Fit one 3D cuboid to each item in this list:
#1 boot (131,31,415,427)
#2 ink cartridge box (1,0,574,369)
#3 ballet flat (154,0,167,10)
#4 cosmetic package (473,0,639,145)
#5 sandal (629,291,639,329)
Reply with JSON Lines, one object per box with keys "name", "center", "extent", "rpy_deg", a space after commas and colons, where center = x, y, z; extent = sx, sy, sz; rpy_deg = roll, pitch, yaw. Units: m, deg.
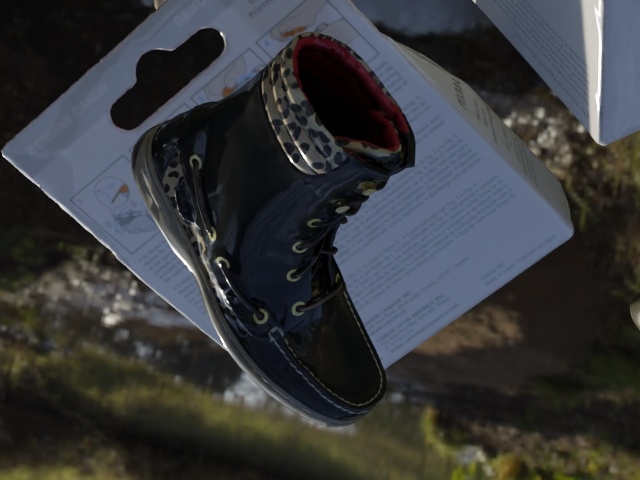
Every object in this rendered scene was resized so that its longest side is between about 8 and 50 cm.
{"name": "boot", "center": [-0.002, 0.000, 0.808], "extent": [0.178, 0.085, 0.236], "rpy_deg": [-29, 97, 48]}
{"name": "ink cartridge box", "center": [-0.022, -0.055, 1.114], "extent": [0.308, 0.091, 0.385], "rpy_deg": [-37, 116, 21]}
{"name": "ballet flat", "center": [-0.123, -0.300, 1.357], "extent": [0.057, 0.168, 0.052], "rpy_deg": [30, 175, 9]}
{"name": "cosmetic package", "center": [0.188, -0.230, 0.889], "extent": [0.138, 0.224, 0.225], "rpy_deg": [-23, 140, -10]}
{"name": "sandal", "center": [0.261, -0.004, 0.628], "extent": [0.086, 0.302, 0.120], "rpy_deg": [49, 143, 18]}
